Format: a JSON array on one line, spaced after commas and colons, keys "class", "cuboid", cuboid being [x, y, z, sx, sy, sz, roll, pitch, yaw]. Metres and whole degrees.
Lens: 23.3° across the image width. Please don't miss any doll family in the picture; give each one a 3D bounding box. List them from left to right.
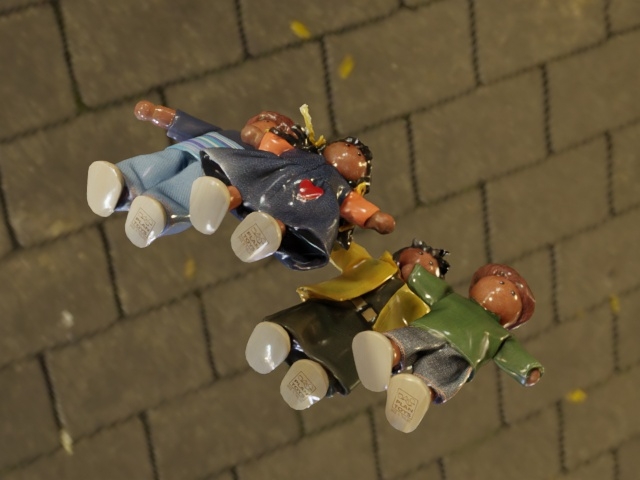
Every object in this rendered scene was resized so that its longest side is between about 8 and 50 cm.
[{"class": "doll family", "cuboid": [0.000, 0.000, 0.604, 0.111, 0.193, 0.076, -33, 167, -49]}]
